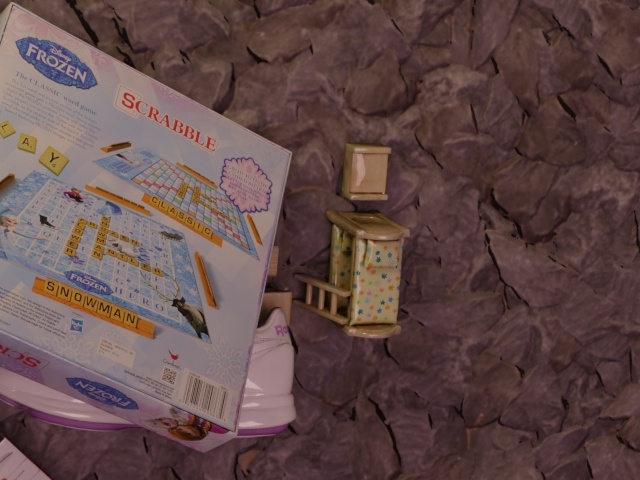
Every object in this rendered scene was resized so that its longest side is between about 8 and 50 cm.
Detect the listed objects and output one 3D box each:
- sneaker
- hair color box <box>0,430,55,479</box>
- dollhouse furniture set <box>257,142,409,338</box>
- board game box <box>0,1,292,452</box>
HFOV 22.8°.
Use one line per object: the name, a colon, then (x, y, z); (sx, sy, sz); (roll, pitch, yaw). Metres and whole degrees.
sneaker: (-0.174, 0.114, 1.557); (0.305, 0.114, 0.152); (3, 88, -9)
hair color box: (-0.299, 0.265, 1.562); (0.093, 0.053, 0.167); (-46, 126, -11)
dollhouse furniture set: (0.000, 0.000, 1.597); (0.161, 0.101, 0.182); (-1, 104, -20)
board game box: (-0.194, -0.011, 1.443); (0.318, 0.066, 0.318); (28, 54, -24)
